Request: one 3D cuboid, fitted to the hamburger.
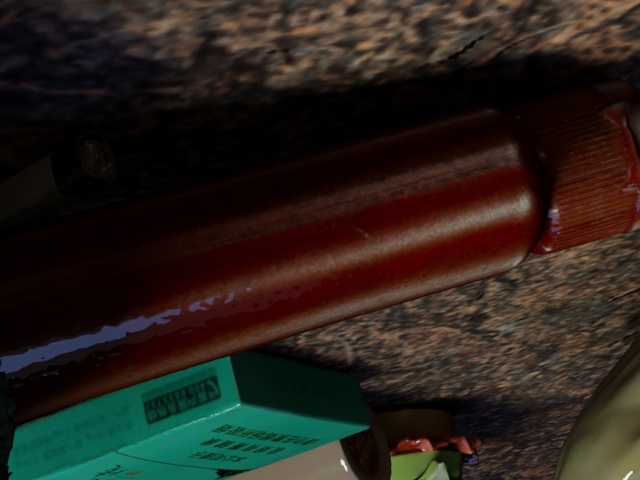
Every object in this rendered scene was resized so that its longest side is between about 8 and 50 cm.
[{"bbox_3d":[0.037,0.202,1.103,0.175,0.137,0.175,-10,160,-4],"label":"hamburger"}]

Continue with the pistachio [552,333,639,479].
[{"bbox_3d":[0.319,0.143,0.915,0.445,0.281,0.365,9,127,-50],"label":"pistachio"}]

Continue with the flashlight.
[{"bbox_3d":[-0.108,-0.013,0.555,0.083,0.018,0.018,-27,158,33],"label":"flashlight"}]

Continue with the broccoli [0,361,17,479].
[{"bbox_3d":[-0.207,0.098,0.435,0.270,0.270,0.270,10,173,1],"label":"broccoli"}]

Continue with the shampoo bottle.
[{"bbox_3d":[0.000,0.000,0.567,0.260,0.064,0.102,-16,168,-13],"label":"shampoo bottle"}]

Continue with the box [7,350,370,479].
[{"bbox_3d":[-0.105,0.124,0.917,0.226,0.042,0.161,-23,159,22],"label":"box"}]

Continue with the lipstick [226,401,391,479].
[{"bbox_3d":[-0.078,0.175,1.038,0.254,0.070,0.070,-23,160,24],"label":"lipstick"}]
